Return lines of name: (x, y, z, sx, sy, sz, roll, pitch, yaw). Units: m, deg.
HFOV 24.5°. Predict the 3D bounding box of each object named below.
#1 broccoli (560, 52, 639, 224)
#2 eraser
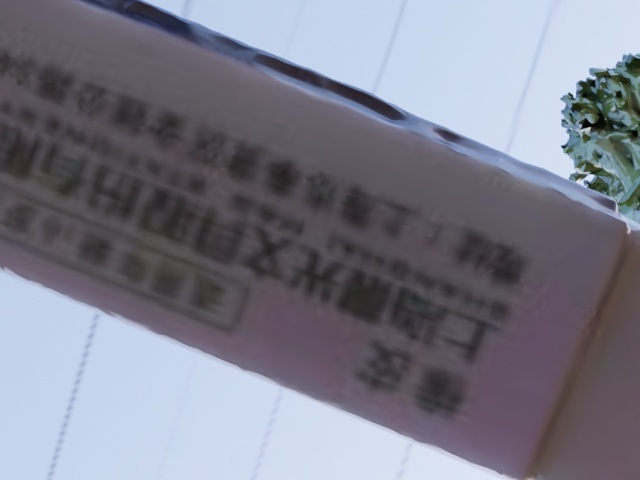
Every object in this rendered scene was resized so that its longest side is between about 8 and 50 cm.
broccoli: (0.169, 0.002, 0.693, 0.361, 0.221, 0.252, 21, -109, -50)
eraser: (0.000, 0.000, 0.453, 0.287, 0.130, 0.086, 22, -90, 0)
